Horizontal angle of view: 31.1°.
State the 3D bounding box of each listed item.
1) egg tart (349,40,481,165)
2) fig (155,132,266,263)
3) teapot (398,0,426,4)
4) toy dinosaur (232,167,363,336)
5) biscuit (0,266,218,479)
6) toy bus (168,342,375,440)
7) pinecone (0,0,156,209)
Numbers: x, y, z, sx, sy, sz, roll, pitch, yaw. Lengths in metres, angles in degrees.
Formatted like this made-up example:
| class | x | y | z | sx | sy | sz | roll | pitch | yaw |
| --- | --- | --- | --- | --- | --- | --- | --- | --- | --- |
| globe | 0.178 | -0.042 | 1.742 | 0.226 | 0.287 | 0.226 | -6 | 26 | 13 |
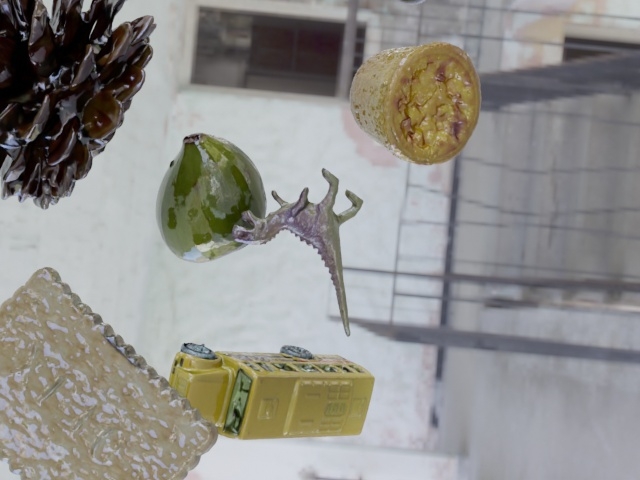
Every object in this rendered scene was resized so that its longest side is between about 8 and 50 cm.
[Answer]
| class | x | y | z | sx | sy | sz | roll | pitch | yaw |
| --- | --- | --- | --- | --- | --- | --- | --- | --- | --- |
| egg tart | 0.145 | -0.231 | 1.858 | 0.147 | 0.202 | 0.203 | 29 | 119 | 53 |
| fig | -0.195 | -0.082 | 1.958 | 0.203 | 0.203 | 0.225 | -86 | -20 | -56 |
| teapot | 0.085 | -0.494 | 1.928 | 0.175 | 0.268 | 0.186 | 6 | 56 | 55 |
| toy dinosaur | -0.001 | 0.000 | 1.850 | 0.200 | 0.251 | 0.072 | -53 | 6 | -8 |
| biscuit | -0.305 | 0.207 | 1.423 | 0.217 | 0.325 | 0.044 | -47 | -11 | -8 |
| toy bus | -0.071 | 0.223 | 1.650 | 0.335 | 0.123 | 0.121 | 8 | -80 | -48 |
| pinecone | -0.444 | -0.259 | 1.745 | 0.398 | 0.397 | 0.398 | -175 | 90 | -89 |
